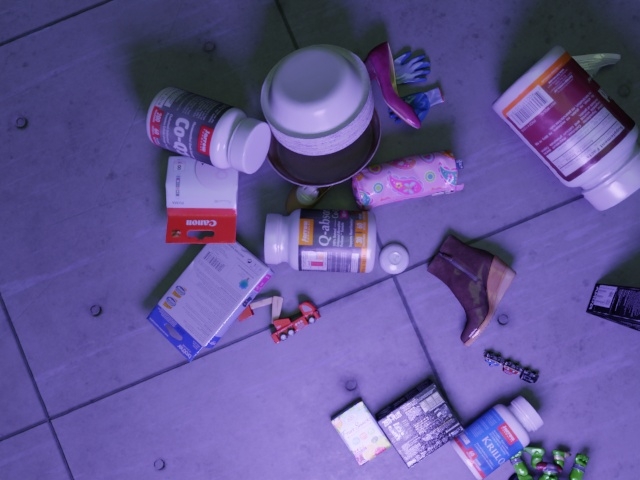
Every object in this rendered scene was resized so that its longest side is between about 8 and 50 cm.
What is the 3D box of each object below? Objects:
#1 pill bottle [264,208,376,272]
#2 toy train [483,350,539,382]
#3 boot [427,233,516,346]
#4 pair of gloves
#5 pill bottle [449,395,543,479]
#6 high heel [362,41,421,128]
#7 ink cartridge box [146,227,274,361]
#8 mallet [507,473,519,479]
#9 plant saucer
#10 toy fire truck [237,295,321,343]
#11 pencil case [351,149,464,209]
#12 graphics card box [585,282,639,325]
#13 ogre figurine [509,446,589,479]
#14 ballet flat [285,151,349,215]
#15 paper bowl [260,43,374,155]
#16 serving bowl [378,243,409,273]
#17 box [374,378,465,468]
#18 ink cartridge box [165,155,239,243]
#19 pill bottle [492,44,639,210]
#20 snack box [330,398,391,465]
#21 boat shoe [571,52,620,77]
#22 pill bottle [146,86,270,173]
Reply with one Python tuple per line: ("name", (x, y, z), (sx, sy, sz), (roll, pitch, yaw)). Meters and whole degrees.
("pill bottle", (0.000, 0.000, 1.613), (0.279, 0.162, 0.162), (2, 87, 0))
("toy train", (0.503, 0.339, 1.664), (0.158, 0.027, 0.036), (25, 98, 1))
("boot", (0.373, 0.131, 1.660), (0.207, 0.090, 0.248), (29, 89, 13))
("pair of gloves", (0.242, -0.410, 1.702), (0.160, 0.023, 0.198), (-22, 87, 1))
("pill bottle", (0.454, 0.500, 1.607), (0.222, 0.124, 0.124), (-38, 88, -1))
("high heel", (0.207, -0.410, 1.652), (0.117, 0.082, 0.244), (-43, 72, 10))
("ink cartridge box", (-0.289, 0.143, 1.636), (0.186, 0.065, 0.311), (39, 85, 19))
("mallet", (0.480, 0.703, 1.644), (0.062, 0.039, 0.189), (36, 92, 5))
("plant saucer", (0.006, -0.269, 1.640), (0.311, 0.050, 0.310), (-4, 67, 10))
("toy fire truck", (-0.111, 0.197, 1.660), (0.192, 0.047, 0.135), (-31, 86, -2))
("pencil case", (0.224, -0.157, 1.640), (0.285, 0.124, 0.124), (-11, 87, -2))
("graphics card box", (0.828, 0.186, 1.499), (0.233, 0.371, 0.094), (19, 88, 2))
("ogre figurine", (0.583, 0.598, 1.610), (0.197, 0.097, 0.118), (13, 65, -10))
("ballet flat", (-0.007, -0.157, 1.664), (0.080, 0.073, 0.232), (45, 88, 2))
("paper bowl", (-0.012, -0.369, 1.580), (0.285, 0.148, 0.284), (-4, 68, 9))
("serving bowl", (0.198, 0.049, 1.677), (0.084, 0.027, 0.083), (0, 87, -1))
("box", (0.257, 0.474, 1.631), (0.180, 0.077, 0.147), (-34, 88, -2))
("ink cartridge box", (-0.310, -0.110, 1.640), (0.189, 0.066, 0.232), (0, 65, 0))
("pill bottle", (0.651, -0.280, 1.595), (0.224, 0.224, 0.392), (-43, 88, -2))
("snack box", (0.106, 0.505, 1.650), (0.100, 0.037, 0.141), (-33, 87, -2))
("boat shoe", (0.711, -0.466, 1.685), (0.184, 0.066, 0.063), (-6, 101, -3))
("pill bottle", (-0.283, -0.277, 1.595), (0.284, 0.161, 0.161), (21, 87, 16))
